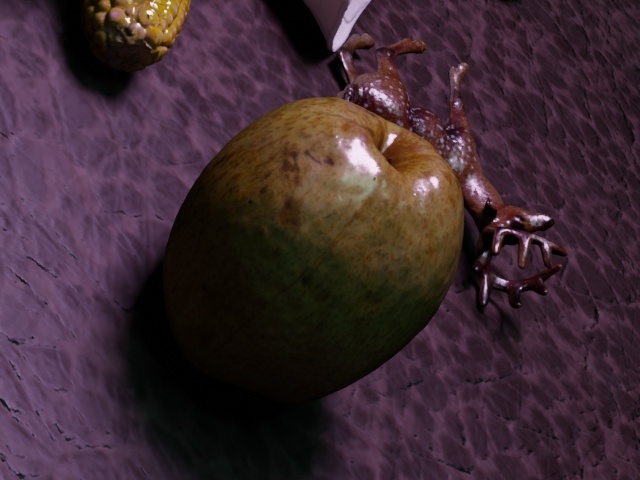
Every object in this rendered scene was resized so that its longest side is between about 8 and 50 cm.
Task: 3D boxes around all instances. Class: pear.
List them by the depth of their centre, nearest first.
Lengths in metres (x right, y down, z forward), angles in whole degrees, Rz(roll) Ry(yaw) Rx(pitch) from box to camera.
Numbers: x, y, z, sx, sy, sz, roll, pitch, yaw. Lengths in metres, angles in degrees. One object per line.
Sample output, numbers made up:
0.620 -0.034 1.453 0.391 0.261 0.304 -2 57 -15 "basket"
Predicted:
0.000 0.000 1.291 0.188 0.211 0.228 46 28 -4 "pear"

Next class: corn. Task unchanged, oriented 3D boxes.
-0.146 -0.241 1.488 0.101 0.101 0.291 35 35 -26 "corn"

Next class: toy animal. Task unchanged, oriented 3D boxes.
0.106 -0.070 1.680 0.244 0.087 0.260 25 37 -15 "toy animal"

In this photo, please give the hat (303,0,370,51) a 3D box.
0.011 -0.284 1.700 0.126 0.203 0.203 33 30 -1 "hat"
